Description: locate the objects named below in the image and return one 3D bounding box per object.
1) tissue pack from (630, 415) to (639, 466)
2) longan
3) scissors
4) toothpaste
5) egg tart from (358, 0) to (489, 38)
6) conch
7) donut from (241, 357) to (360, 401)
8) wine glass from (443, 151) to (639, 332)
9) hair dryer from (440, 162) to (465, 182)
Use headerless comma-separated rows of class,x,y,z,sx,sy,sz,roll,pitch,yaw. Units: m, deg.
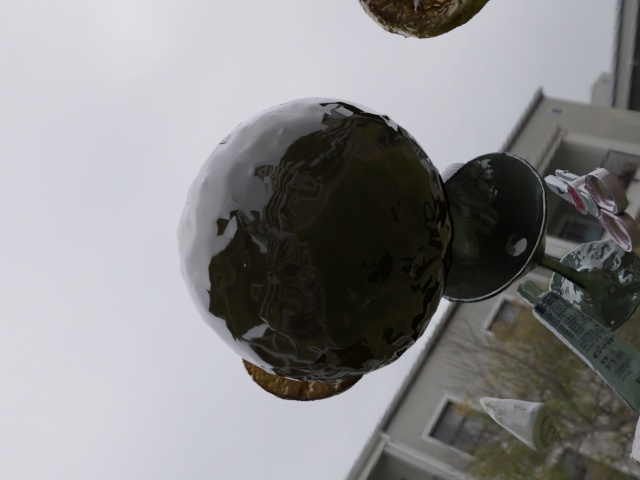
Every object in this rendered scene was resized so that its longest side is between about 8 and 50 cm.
tissue pack,0.701,0.383,1.538,0.256,0.123,0.214,-128,53,-83
longan,0.000,0.000,1.091,0.391,0.391,0.390,-32,-49,-46
scissors,0.374,-0.062,1.121,0.031,0.242,0.118,-28,-74,1
toothpaste,0.313,0.116,0.935,0.062,0.216,0.037,-49,-38,2
egg tart,0.191,-0.486,1.370,0.115,0.290,0.290,-16,-61,-61
conch,0.397,0.365,1.585,0.104,0.176,0.094,21,-107,-51
donut,-0.018,0.209,1.685,0.302,0.303,0.110,-62,-23,-14
wine glass,0.399,0.034,1.452,0.406,0.267,0.267,23,-94,-40
hair dryer,0.171,-0.022,1.719,0.121,0.361,0.301,59,-147,-38
